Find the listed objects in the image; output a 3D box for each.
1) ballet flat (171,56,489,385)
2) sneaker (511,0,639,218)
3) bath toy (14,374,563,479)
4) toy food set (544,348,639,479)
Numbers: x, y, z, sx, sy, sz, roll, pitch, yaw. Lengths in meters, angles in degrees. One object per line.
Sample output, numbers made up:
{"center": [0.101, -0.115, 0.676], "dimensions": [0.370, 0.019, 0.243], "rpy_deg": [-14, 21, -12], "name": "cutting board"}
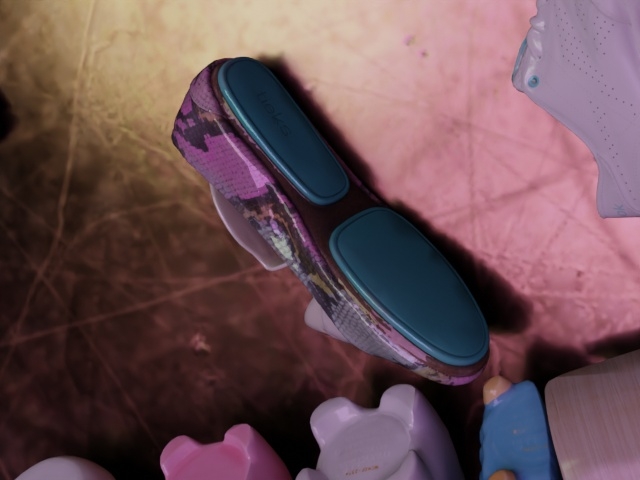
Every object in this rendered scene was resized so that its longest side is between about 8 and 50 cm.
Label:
{"center": [0.000, 0.000, 0.781], "dimensions": [0.221, 0.077, 0.079], "rpy_deg": [49, 132, 12], "name": "ballet flat"}
{"center": [0.127, -0.108, 0.704], "dimensions": [0.094, 0.080, 0.212], "rpy_deg": [-19, 94, 36], "name": "sneaker"}
{"center": [-0.025, 0.178, 0.796], "dimensions": [0.348, 0.151, 0.129], "rpy_deg": [-11, 131, 24], "name": "bath toy"}
{"center": [0.260, 0.180, 0.707], "dimensions": [0.220, 0.092, 0.306], "rpy_deg": [-19, 94, 13], "name": "toy food set"}
